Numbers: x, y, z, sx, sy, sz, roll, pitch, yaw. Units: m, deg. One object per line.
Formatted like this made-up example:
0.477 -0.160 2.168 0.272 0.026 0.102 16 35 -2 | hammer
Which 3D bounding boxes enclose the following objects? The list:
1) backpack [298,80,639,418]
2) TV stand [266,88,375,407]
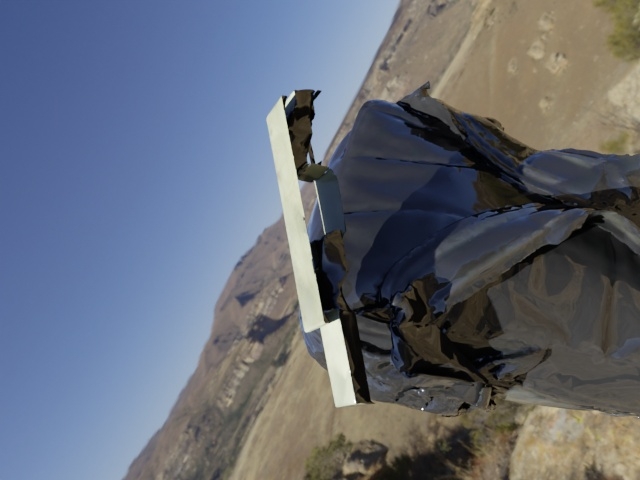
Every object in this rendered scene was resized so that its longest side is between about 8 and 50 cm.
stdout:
0.205 0.016 0.572 0.255 0.445 0.363 100 -179 -49 | backpack
0.000 0.000 0.426 0.036 0.042 0.249 -35 61 55 | TV stand
